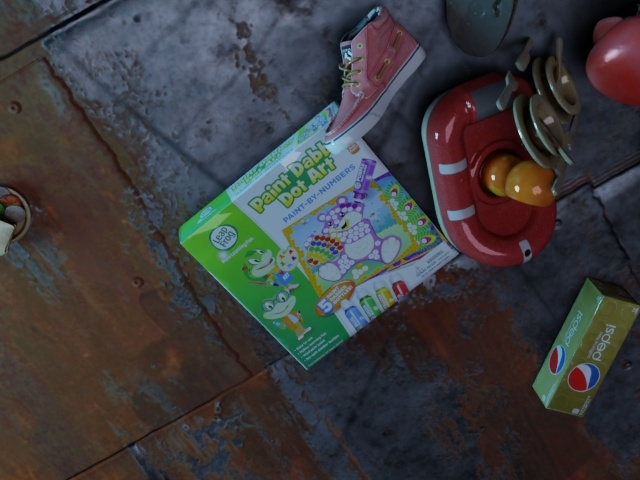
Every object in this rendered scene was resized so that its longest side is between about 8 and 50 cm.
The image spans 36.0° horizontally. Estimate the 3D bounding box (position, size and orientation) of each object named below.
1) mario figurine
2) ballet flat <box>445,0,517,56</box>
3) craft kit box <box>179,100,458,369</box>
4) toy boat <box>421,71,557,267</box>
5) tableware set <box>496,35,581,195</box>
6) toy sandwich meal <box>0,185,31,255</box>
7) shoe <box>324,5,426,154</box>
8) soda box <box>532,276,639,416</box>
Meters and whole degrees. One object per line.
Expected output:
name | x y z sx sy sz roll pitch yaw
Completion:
mario figurine | 0.433 -0.282 1.139 0.320 0.170 0.198 -37 79 -3
ballet flat | 0.183 -0.329 1.091 0.084 0.058 0.249 8 119 23
craft kit box | 0.000 0.000 1.212 0.250 0.061 0.246 -39 112 9
toy boat | 0.219 -0.073 1.147 0.151 0.151 0.231 -23 117 -16
tableware set | 0.263 -0.152 1.107 0.039 0.194 0.128 -24 111 35
toy sandwich meal | -0.381 -0.023 1.151 0.086 0.029 0.085 -3 115 -8
shoe | 0.042 -0.182 1.100 0.081 0.063 0.178 46 66 -19
soda box | 0.358 0.145 1.331 0.061 0.058 0.181 15 110 -15
